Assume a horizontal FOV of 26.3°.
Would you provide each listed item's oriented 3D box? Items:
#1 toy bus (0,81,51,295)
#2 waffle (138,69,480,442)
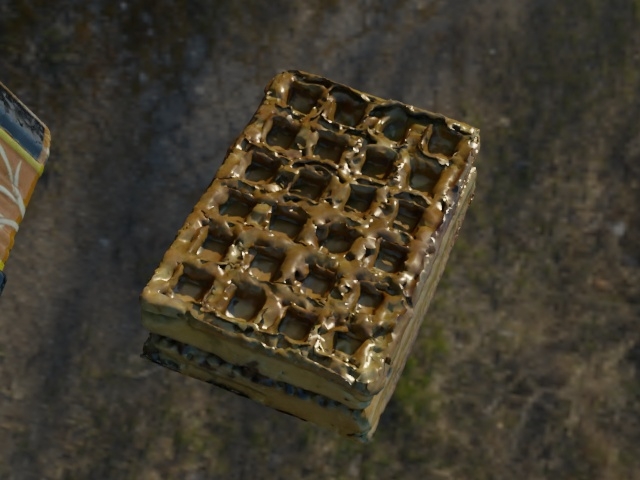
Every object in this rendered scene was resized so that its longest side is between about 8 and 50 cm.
[{"bbox_3d":[-0.380,-0.030,1.049,0.162,0.323,0.194,47,44,-39],"label":"toy bus"},{"bbox_3d":[0.000,-0.001,1.173,0.091,0.213,0.308,97,16,-51],"label":"waffle"}]
